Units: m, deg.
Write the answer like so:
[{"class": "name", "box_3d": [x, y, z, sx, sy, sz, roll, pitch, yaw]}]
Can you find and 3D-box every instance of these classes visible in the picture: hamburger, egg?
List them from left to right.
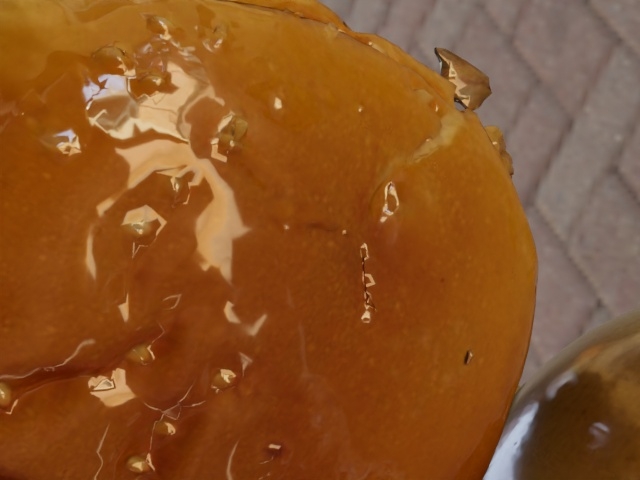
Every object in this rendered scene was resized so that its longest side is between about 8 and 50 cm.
[{"class": "hamburger", "box_3d": [-0.074, 0.039, 0.712, 0.314, 0.290, 0.170, -53, 29, 9]}, {"class": "egg", "box_3d": [0.224, 0.158, 1.152, 0.250, 0.322, 0.250, 31, 142, 28]}]

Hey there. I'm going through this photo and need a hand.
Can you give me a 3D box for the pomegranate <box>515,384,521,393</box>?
[{"class": "pomegranate", "box_3d": [0.015, 0.208, 1.356, 0.332, 0.332, 0.333, -31, 53, 54]}]
